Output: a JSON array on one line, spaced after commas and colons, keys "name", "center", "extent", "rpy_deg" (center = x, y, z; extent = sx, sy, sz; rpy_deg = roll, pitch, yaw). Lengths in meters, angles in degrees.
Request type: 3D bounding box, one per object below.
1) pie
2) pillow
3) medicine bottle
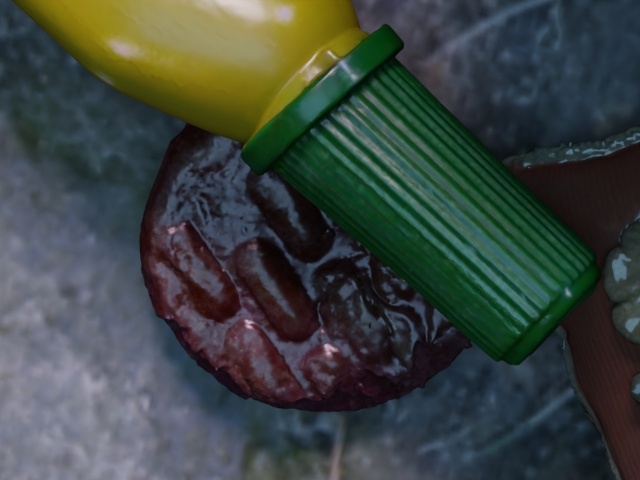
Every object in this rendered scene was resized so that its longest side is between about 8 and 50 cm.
[{"name": "pie", "center": [0.000, 0.000, 0.661], "extent": [0.154, 0.036, 0.154], "rpy_deg": [1, 97, 6]}, {"name": "pillow", "center": [0.176, 0.017, 0.621], "extent": [0.179, 0.075, 0.171], "rpy_deg": [-24, 97, 7]}, {"name": "medicine bottle", "center": [-0.023, -0.074, 0.604], "extent": [0.309, 0.076, 0.111], "rpy_deg": [43, 67, 10]}]
